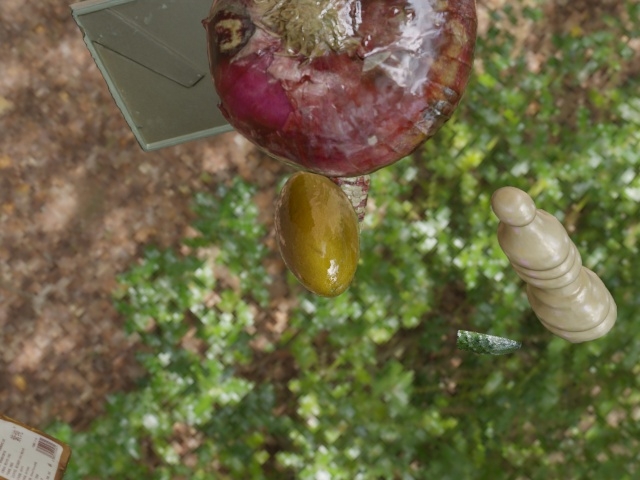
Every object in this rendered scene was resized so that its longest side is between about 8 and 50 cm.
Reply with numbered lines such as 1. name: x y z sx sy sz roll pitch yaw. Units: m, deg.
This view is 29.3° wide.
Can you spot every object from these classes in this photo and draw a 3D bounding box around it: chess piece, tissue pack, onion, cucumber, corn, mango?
1. chess piece: 0.338 0.026 1.838 0.124 0.138 0.307 -23 138 15
2. tissue pack: -0.509 0.378 1.987 0.092 0.183 0.226 -61 -169 17
3. onion: 0.022 -0.177 1.073 0.246 0.246 0.190 -51 169 7
4. cucumber: 0.279 0.174 2.036 0.067 0.108 0.035 66 35 -80
5. corn: 0.040 -0.125 2.091 0.098 0.098 0.289 -18 123 -50
6. mango: 0.000 0.000 1.619 0.113 0.253 0.138 -8 120 -4

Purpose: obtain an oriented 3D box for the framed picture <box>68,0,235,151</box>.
1. framed picture: -0.189 -0.236 1.653 0.211 0.020 0.289 -14 143 6
